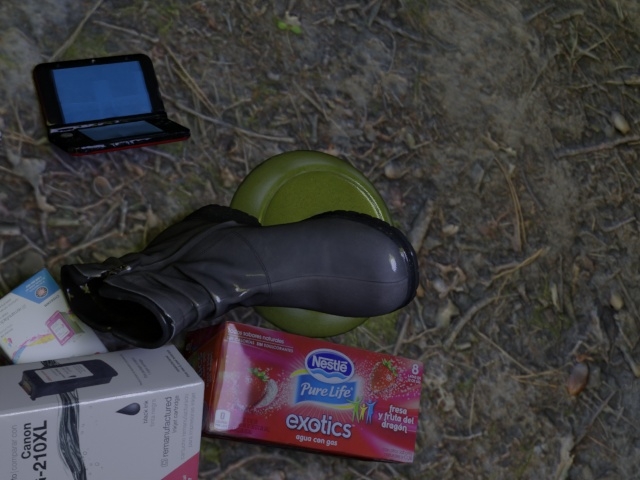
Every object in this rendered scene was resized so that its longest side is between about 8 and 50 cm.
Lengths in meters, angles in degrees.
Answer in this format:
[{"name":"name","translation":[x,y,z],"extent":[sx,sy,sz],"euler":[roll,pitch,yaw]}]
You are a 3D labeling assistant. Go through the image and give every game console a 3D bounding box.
[{"name":"game console","translation":[-0.235,-0.156,1.137],"extent":[0.144,0.124,0.085],"euler":[-13,113,-28]}]

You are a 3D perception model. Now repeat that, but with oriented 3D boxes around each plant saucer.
[{"name":"plant saucer","translation":[0.000,0.000,1.253],"extent":[0.241,0.037,0.241],"euler":[6,77,-27]}]

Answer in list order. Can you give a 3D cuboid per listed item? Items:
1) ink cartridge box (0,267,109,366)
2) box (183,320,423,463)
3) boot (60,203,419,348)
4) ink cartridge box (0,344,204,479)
[{"name":"ink cartridge box","translation":[-0.295,0.105,1.072],"extent":[0.088,0.052,0.122],"euler":[-40,101,-27]},{"name":"box","translation":[-0.025,0.178,1.153],"extent":[0.257,0.128,0.122],"euler":[14,74,-24]},{"name":"boot","translation":[-0.087,0.052,1.022],"extent":[0.223,0.338,0.118],"euler":[-28,113,-47]},{"name":"ink cartridge box","translation":[-0.248,0.212,1.012],"extent":[0.237,0.100,0.172],"euler":[-5,112,-28]}]
